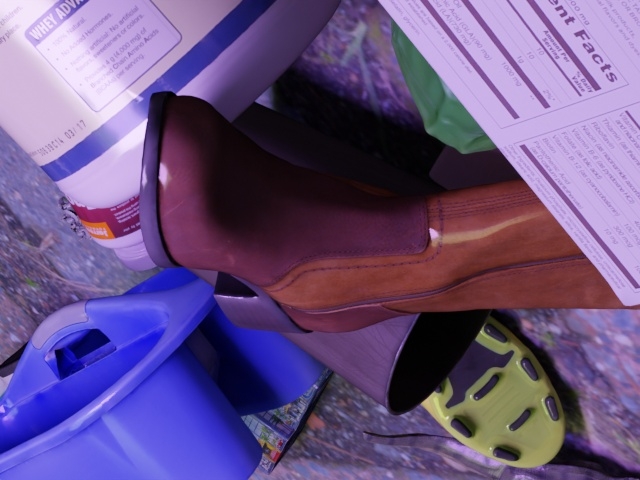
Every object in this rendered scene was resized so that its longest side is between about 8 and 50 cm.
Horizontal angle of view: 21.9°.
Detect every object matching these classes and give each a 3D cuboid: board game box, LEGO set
[{"bbox_3d":[-0.093,0.113,1.563,0.194,0.060,0.194,35,150,7],"label":"board game box"},{"bbox_3d":[-0.221,-0.010,1.576,0.083,0.023,0.054,26,148,23],"label":"LEGO set"}]

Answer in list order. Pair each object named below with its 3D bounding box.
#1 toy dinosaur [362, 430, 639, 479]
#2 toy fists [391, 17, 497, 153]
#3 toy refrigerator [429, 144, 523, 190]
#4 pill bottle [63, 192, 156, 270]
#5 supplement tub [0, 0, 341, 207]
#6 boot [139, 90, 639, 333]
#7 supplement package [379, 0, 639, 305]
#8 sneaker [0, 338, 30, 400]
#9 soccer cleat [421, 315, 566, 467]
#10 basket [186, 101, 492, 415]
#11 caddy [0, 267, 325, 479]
[{"bbox_3d":[0.168,0.208,1.363,0.268,0.064,0.118,12,144,11],"label":"toy dinosaur"},{"bbox_3d":[0.075,-0.186,0.818,0.142,0.096,0.279,108,151,-72],"label":"toy fists"},{"bbox_3d":[0.162,-0.106,0.942,0.102,0.094,0.269,31,151,2],"label":"toy refrigerator"},{"bbox_3d":[-0.175,-0.050,1.406,0.086,0.086,0.152,8,138,43],"label":"pill bottle"},{"bbox_3d":[-0.168,-0.207,1.033,0.325,0.235,0.235,48,150,-13],"label":"supplement tub"},{"bbox_3d":[0.057,-0.010,0.919,0.280,0.096,0.264,-2,150,16],"label":"boot"},{"bbox_3d":[0.180,-0.141,0.695,0.204,0.262,0.145,49,149,-15],"label":"supplement package"},{"bbox_3d":[-0.272,0.187,1.798,0.178,0.124,0.295,47,158,-3],"label":"sneaker"},{"bbox_3d":[0.075,0.073,1.317,0.289,0.093,0.121,36,-179,-2],"label":"soccer cleat"},{"bbox_3d":[0.000,0.000,1.170,0.227,0.204,0.154,29,108,17],"label":"basket"},{"bbox_3d":[-0.162,0.124,1.389,0.179,0.241,0.341,48,137,-13],"label":"caddy"}]
